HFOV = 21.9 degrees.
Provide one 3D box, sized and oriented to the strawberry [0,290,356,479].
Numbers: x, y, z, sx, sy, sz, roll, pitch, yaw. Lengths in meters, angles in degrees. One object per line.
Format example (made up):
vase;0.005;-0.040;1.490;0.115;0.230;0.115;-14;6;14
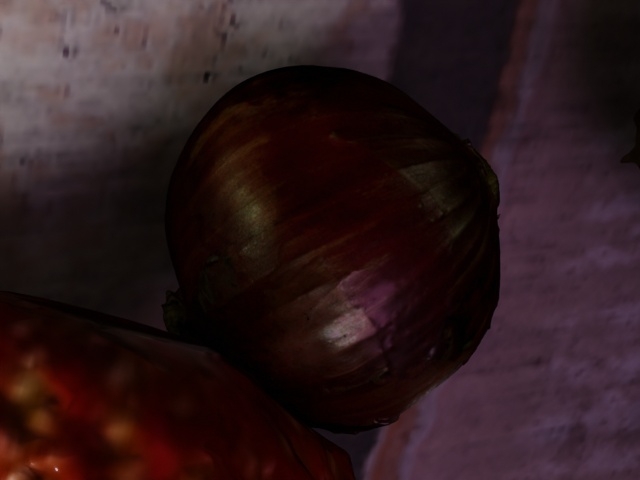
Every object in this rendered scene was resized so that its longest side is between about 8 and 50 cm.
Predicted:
strawberry;-0.124;0.176;0.450;0.312;0.267;0.351;24;101;-18

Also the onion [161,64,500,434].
onion;0.000;0.000;0.511;0.118;0.117;0.118;-4;103;-17

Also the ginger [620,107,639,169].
ginger;0.228;0.031;0.637;0.254;0.176;0.418;-54;139;2
